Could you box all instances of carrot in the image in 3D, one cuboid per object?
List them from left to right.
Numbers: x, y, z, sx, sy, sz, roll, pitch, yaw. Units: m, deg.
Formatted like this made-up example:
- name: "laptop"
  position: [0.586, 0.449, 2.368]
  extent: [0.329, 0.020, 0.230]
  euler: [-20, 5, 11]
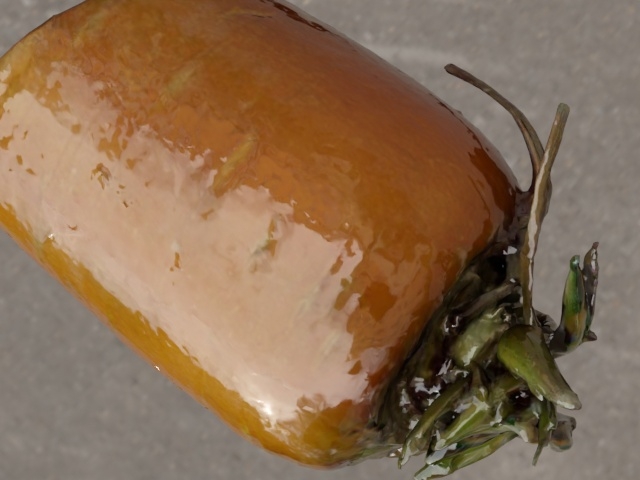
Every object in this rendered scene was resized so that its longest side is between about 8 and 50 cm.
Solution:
- name: "carrot"
  position: [0.000, 0.000, 0.860]
  extent: [0.331, 0.214, 0.193]
  euler: [40, 154, 21]
